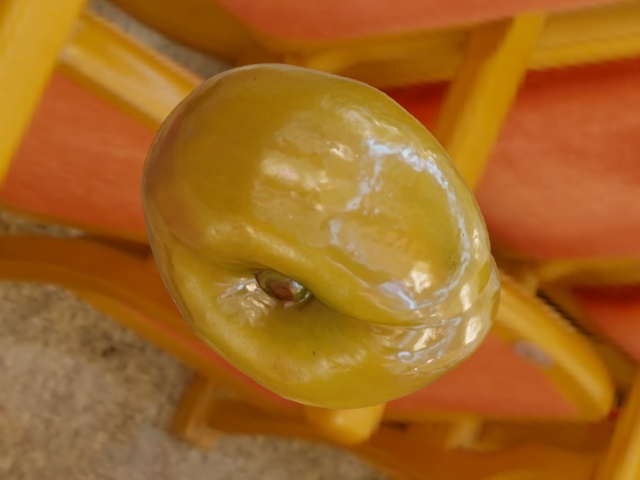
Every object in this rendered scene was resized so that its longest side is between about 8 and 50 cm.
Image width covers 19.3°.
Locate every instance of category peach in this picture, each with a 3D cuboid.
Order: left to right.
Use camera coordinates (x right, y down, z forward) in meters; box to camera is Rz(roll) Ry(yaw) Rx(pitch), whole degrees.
[{"bbox_3d":[0.000,0.000,1.228,0.153,0.251,0.251,-60,139,-36],"label":"peach"}]
